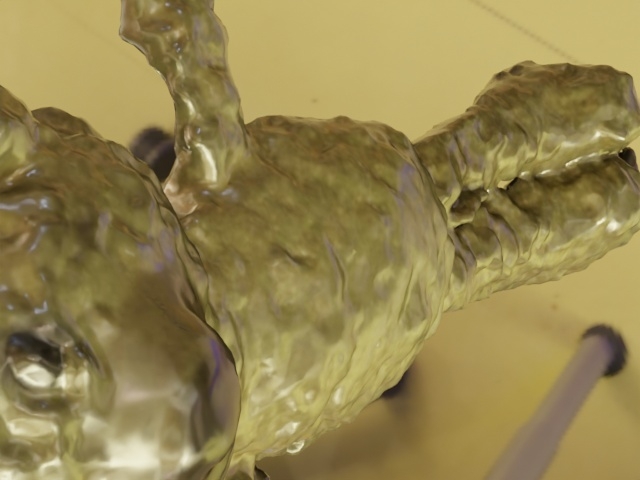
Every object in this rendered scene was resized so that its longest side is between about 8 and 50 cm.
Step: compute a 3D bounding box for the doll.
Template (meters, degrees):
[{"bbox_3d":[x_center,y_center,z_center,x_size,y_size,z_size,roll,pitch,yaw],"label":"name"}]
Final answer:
[{"bbox_3d":[-0.003,0.017,0.432,0.091,0.286,0.203,14,85,32],"label":"doll"}]
